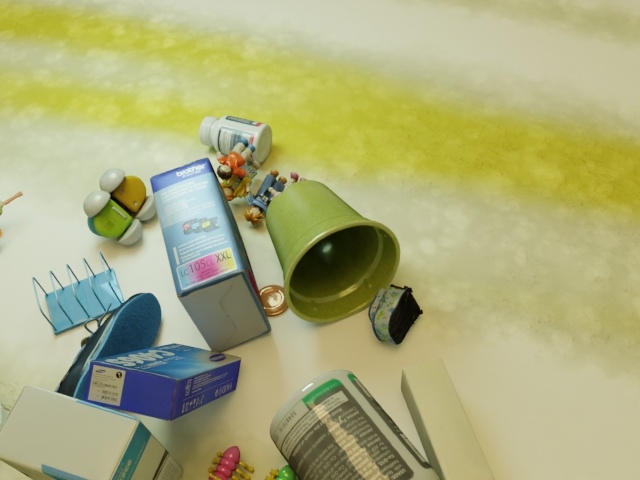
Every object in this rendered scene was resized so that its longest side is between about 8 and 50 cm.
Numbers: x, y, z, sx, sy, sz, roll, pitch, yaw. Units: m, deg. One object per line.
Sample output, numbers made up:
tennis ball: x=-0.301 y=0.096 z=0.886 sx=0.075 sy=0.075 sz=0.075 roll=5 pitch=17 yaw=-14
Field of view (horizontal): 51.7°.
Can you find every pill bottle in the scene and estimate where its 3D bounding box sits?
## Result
pill bottle: x=-0.232 y=-0.282 z=1.803 sx=0.180 sy=0.108 sz=0.108 roll=16 pitch=56 yaw=16
pill bottle: x=0.084 y=0.428 z=1.193 sx=0.204 sy=0.204 sz=0.361 roll=-32 pitch=57 yaw=-18

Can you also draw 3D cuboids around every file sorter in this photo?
file sorter: x=-0.563 y=0.117 z=1.536 sx=0.170 sy=0.104 sz=0.118 roll=-22 pitch=56 yaw=-12

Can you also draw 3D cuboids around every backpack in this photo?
backpack: x=0.156 y=0.166 z=1.447 sx=0.084 sy=0.105 sz=0.114 roll=7 pitch=52 yaw=37

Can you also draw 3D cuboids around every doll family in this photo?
doll family: x=-0.166 y=-0.126 z=1.692 sx=0.263 sy=0.118 sz=0.163 roll=32 pitch=52 yaw=-2

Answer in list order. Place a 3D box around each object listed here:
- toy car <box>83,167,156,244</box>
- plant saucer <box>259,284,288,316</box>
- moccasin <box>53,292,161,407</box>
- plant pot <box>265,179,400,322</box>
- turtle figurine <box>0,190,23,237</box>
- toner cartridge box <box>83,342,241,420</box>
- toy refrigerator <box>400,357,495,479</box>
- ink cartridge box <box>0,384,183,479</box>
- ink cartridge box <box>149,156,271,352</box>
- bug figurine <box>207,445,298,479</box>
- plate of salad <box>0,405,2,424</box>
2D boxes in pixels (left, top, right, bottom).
toy car: x=-0.520 y=-0.081 z=1.671 sx=0.136 sy=0.159 sz=0.182 roll=-11 pitch=44 yaw=41
plant saucer: x=-0.113 y=0.138 z=1.541 sx=0.083 sy=0.013 sz=0.083 roll=-2 pitch=53 yaw=3
moccasin: x=-0.464 y=0.229 z=1.402 sx=0.117 sy=0.138 sz=0.342 roll=-11 pitch=27 yaw=27
plant pot: x=0.000 y=0.000 z=1.502 sx=0.276 sy=0.276 sz=0.254 roll=-23 pitch=44 yaw=-12
turtle figurine: x=-0.886 y=-0.030 z=1.682 sx=0.217 sy=0.087 sz=0.269 roll=18 pitch=65 yaw=26
toner cartridge box: x=-0.285 y=0.261 z=1.268 sx=0.165 sy=0.348 sz=0.075 roll=11 pitch=88 yaw=11
toy refrigerator: x=0.246 y=0.375 z=1.283 sx=0.094 sy=0.102 sz=0.269 roll=-15 pitch=53 yaw=-7
ink cartridge box: x=-0.404 y=0.399 z=1.190 sx=0.223 sy=0.307 sz=0.129 roll=12 pitch=58 yaw=13
ink cartridge box: x=-0.253 y=0.009 z=1.482 sx=0.151 sy=0.270 sz=0.395 roll=-21 pitch=54 yaw=-5
bug figurine: x=-0.150 y=0.504 z=1.238 sx=0.279 sy=0.072 sz=0.216 roll=14 pitch=56 yaw=15
plate of salad: x=-0.755 y=0.399 z=1.376 sx=0.200 sy=0.048 sz=0.200 roll=-5 pitch=55 yaw=7
